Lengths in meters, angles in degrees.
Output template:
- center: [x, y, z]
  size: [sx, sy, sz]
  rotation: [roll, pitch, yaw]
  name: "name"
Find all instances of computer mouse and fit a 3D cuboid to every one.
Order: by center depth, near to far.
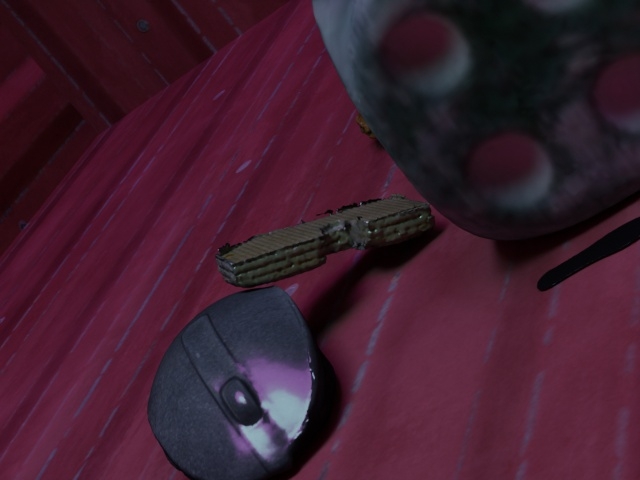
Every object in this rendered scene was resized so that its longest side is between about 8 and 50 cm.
- center: [-0.095, 0.144, 1.546]
  size: [0.203, 0.114, 0.374]
  rotation: [-40, 17, -3]
  name: "computer mouse"

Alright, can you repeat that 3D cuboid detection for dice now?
- center: [0.205, -0.229, 1.460]
  size: [0.328, 0.348, 0.330]
  rotation: [-32, 19, 19]
  name: "dice"

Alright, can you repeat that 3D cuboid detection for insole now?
- center: [0.254, 0.009, 1.332]
  size: [0.135, 0.002, 0.045]
  rotation: [-33, 17, 22]
  name: "insole"

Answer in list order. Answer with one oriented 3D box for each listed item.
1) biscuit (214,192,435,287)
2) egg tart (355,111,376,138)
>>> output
- center: [0.000, 0.000, 1.667]
  size: [0.250, 0.046, 0.147]
  rotation: [-16, 9, -16]
  name: "biscuit"
- center: [0.140, -0.241, 2.065]
  size: [0.241, 0.106, 0.241]
  rotation: [-33, 21, 15]
  name: "egg tart"
